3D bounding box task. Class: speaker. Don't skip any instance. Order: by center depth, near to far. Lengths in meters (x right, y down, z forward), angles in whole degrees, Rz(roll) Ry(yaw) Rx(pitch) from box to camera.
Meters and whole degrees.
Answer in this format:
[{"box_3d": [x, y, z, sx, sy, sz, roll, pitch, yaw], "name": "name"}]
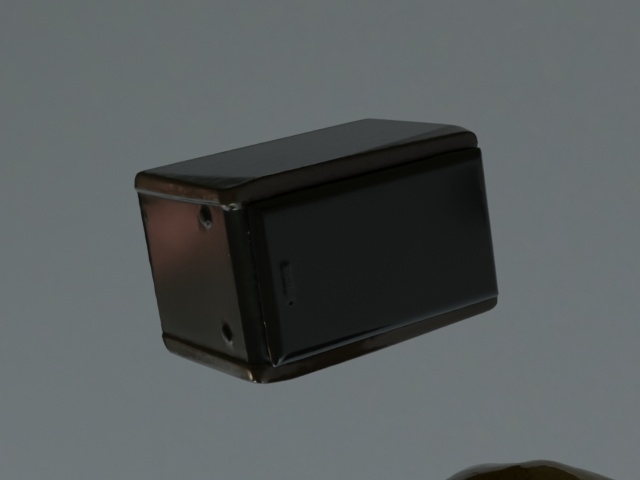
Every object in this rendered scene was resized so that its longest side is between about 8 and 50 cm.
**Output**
[{"box_3d": [0.000, 0.000, 1.185, 0.231, 0.153, 0.192, -15, -167, -28], "name": "speaker"}]

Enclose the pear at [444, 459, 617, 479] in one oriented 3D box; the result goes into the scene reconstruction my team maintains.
[{"box_3d": [0.150, 0.259, 1.051, 0.209, 0.209, 0.209, -29, -147, 21], "name": "pear"}]
